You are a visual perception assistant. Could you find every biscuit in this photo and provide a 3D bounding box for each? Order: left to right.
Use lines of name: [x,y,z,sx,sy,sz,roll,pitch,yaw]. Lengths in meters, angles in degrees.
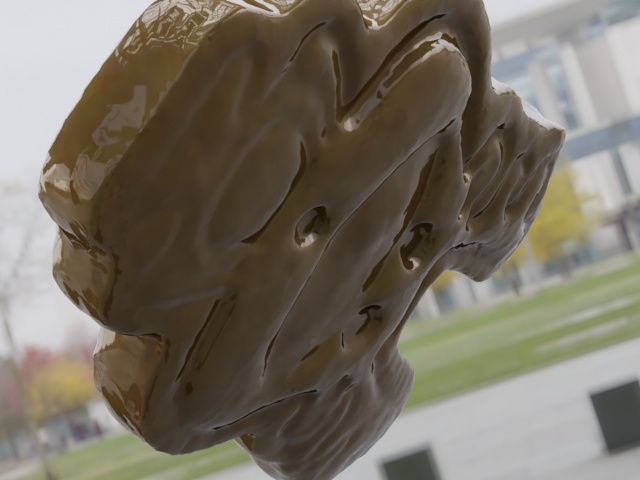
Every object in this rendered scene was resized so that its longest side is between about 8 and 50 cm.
biscuit: [0.001,-0.003,0.520,0.144,0.040,0.236,-60,-22,-2]
